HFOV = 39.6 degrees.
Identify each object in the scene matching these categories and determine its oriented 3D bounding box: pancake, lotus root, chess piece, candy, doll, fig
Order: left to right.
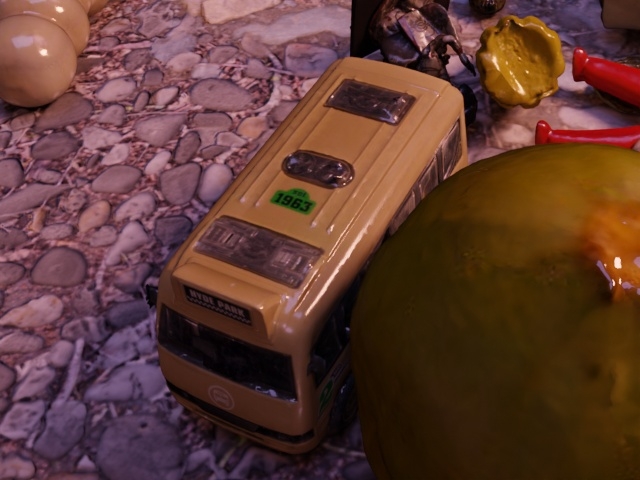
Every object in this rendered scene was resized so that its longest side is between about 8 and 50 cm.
[{"bbox_3d":[-0.376,-0.306,1.218,0.167,0.167,0.300,-3,54,5],"label":"chess piece"},{"bbox_3d":[0.230,-0.341,1.223,0.054,0.049,0.099,6,47,2],"label":"lotus root"},{"bbox_3d":[0.232,-0.216,1.051,0.094,0.106,0.199,-15,13,14],"label":"candy"},{"bbox_3d":[0.180,0.076,0.642,0.343,0.343,0.343,-4,47,4],"label":"fig"},{"bbox_3d":[0.384,-0.189,1.084,0.108,0.017,0.108,-4,47,4],"label":"pancake"},{"bbox_3d":[0.437,-0.115,0.956,0.383,0.099,0.188,16,59,24],"label":"doll"}]

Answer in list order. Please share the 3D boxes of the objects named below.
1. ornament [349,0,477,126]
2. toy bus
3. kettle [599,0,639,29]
[{"bbox_3d":[0.147,-0.225,1.082,0.153,0.166,0.196,-27,69,-10],"label":"ornament"},{"bbox_3d":[0.000,0.000,0.834,0.176,0.202,0.365,19,53,21],"label":"toy bus"},{"bbox_3d":[0.561,-0.369,1.025,0.376,0.361,0.250,29,15,33],"label":"kettle"}]
